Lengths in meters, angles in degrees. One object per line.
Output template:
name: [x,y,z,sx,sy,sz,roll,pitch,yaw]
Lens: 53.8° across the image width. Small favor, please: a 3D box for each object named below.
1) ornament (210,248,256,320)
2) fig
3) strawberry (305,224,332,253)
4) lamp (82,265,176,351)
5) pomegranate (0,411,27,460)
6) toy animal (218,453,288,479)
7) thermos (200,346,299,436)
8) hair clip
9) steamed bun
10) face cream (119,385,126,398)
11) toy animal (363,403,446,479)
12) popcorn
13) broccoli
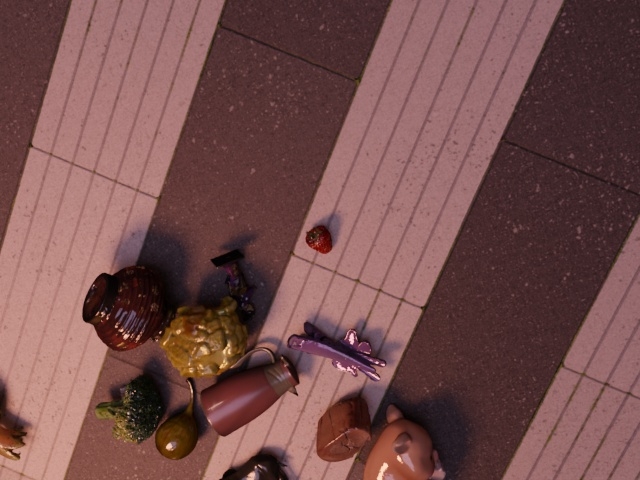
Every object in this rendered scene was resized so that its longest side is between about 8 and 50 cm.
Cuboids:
ornament: [-0.221,0.127,1.757,0.081,0.088,0.203,-29,110,-13]
fig: [-0.405,0.519,1.846,0.124,0.124,0.236,14,79,4]
strawberry: [0.000,0.000,1.711,0.073,0.073,0.083,-33,132,11]
lamp: [-0.516,0.186,1.723,0.247,0.247,0.247,1,101,6]
pomegranate: [-1.023,0.538,1.871,0.286,0.231,0.231,5,103,-24]
toy animal: [-0.208,0.722,1.855,0.245,0.114,0.146,-40,101,-10]
thermos: [-0.195,0.412,1.775,0.265,0.146,0.176,-31,84,2]
hair clip: [0.047,0.299,1.751,0.278,0.090,0.137,20,105,-2]
steamed bun: [0.069,0.526,1.758,0.106,0.145,0.175,39,116,-21]
face cream: [-0.577,0.491,1.888,0.038,0.020,0.115,-8,101,4]
toy animal: [0.235,0.629,1.736,0.213,0.195,0.256,22,100,-6]
popcorn: [-0.312,0.257,1.704,0.235,0.181,0.216,6,92,19]
broccoli: [-0.558,0.492,1.824,0.194,0.194,0.219,-10,129,8]
